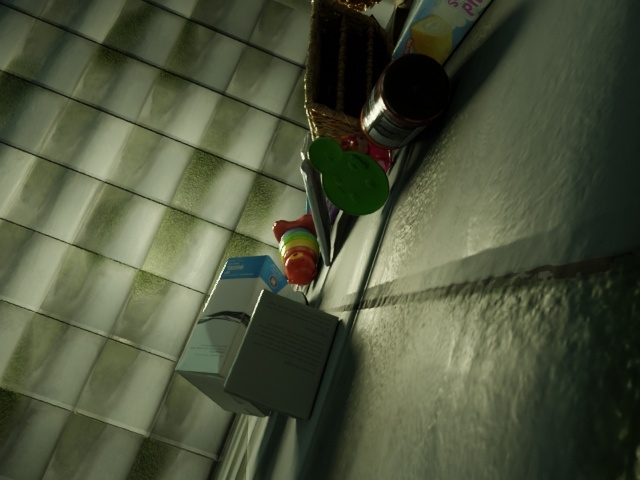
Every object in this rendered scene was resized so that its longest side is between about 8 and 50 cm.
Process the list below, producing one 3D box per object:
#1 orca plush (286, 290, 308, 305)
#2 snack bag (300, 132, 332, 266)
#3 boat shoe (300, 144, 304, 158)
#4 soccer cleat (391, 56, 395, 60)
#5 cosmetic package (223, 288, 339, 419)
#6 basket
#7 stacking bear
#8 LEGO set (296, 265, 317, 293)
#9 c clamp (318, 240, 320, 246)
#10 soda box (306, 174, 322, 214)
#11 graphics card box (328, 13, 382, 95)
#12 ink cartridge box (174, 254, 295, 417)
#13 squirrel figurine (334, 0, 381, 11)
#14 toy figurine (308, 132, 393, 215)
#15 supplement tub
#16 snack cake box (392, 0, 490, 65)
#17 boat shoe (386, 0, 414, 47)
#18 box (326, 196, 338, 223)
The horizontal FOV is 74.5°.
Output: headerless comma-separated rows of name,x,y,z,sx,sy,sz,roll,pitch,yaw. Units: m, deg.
orca plush,-0.083,0.291,1.175,0.151,0.102,0.287,-14,51,26
snack bag,-0.012,-0.122,1.253,0.342,0.037,0.322,-89,-13,-62
boat shoe,0.067,-0.352,1.475,0.342,0.123,0.123,-30,-10,-43
soccer cleat,0.178,-0.356,0.895,0.196,0.076,0.068,117,173,-53
cosmetic package,-0.076,0.214,0.782,0.151,0.151,0.183,121,171,-66
basket,0.085,-0.389,1.006,0.223,0.214,0.299,69,-155,-73
stacking bear,-0.076,0.051,1.528,0.289,0.176,0.164,-101,-2,-59
LEGO set,-0.084,0.185,1.646,0.244,0.060,0.182,129,166,-77
c clamp,0.000,0.000,1.706,0.160,0.022,0.137,118,172,-52
soda box,-0.016,-0.159,1.706,0.071,0.067,0.209,-7,-79,-75
graphics card box,0.115,-0.647,1.471,0.233,0.094,0.370,-31,29,27
ink cartridge box,-0.221,0.285,1.280,0.285,0.166,0.394,61,-146,-41
squirrel figurine,0.160,-0.665,1.010,0.397,0.281,0.370,-26,44,18
toy figurine,0.074,-0.158,0.819,0.130,0.173,0.159,-41,10,41
supplement tub,0.124,-0.208,0.677,0.198,0.106,0.106,160,131,-84
snack cake box,0.212,-0.401,0.639,0.264,0.089,0.152,131,162,-76
boat shoe,0.292,-0.774,1.363,0.098,0.109,0.302,-83,8,-51
box,0.072,-0.220,1.636,0.200,0.057,0.293,114,175,-47
